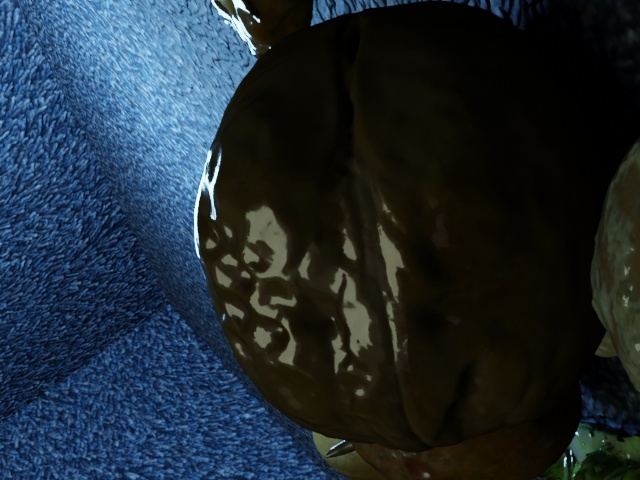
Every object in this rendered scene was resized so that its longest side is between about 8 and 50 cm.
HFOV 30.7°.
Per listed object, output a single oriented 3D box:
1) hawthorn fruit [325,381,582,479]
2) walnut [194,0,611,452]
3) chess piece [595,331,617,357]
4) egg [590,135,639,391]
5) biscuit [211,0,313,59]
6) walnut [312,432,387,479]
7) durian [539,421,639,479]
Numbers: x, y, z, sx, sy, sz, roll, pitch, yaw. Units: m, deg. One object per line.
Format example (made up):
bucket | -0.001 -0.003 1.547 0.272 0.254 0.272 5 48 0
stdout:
hawthorn fruit | 0.127 0.171 1.301 0.277 0.298 0.277 53 -169 -15
walnut | 0.076 -0.004 1.010 0.354 0.308 0.398 0 113 22
chess piece | 0.288 0.067 1.076 0.066 0.066 0.122 53 159 5
egg | 0.280 0.023 0.754 0.245 0.203 0.203 67 163 -4
biscuit | -0.109 -0.341 1.219 0.326 0.107 0.326 53 176 5
walnut | 0.110 0.299 1.835 0.298 0.203 0.203 24 146 55
durian | 0.345 0.277 1.269 0.352 0.158 0.169 180 91 -81
